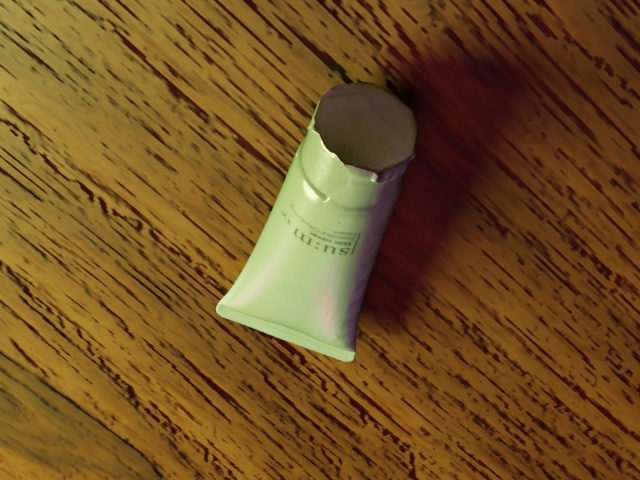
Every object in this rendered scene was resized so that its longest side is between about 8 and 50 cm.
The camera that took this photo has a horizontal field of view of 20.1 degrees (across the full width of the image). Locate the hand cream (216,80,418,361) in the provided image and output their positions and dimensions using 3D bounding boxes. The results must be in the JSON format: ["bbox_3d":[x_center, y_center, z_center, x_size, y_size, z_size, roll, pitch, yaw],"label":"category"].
[{"bbox_3d":[0.000,0.000,0.870,0.078,0.050,0.205,18,147,-2],"label":"hand cream"}]
